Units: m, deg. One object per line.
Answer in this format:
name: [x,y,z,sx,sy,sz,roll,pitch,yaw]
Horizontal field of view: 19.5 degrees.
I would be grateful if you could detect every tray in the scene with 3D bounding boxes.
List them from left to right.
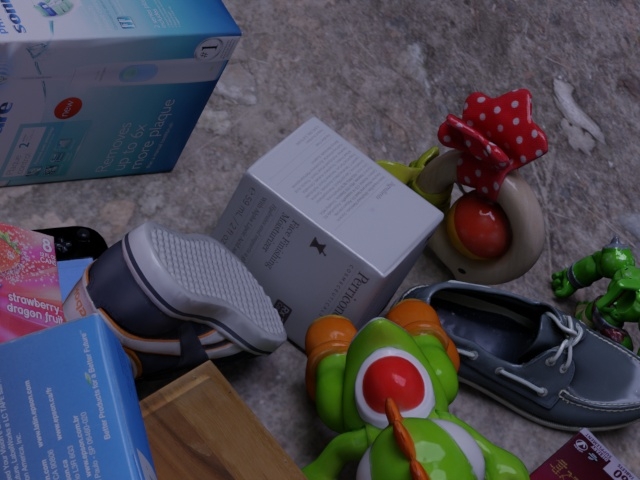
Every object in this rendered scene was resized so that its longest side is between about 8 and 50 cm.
tray: [-0.048,0.315,1.635,0.411,0.076,0.203,49,45,12]

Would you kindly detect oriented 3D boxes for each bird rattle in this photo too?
bird rattle: [0.174,-0.051,2.083,0.207,0.253,0.143,56,40,-8]

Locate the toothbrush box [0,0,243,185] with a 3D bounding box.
toothbrush box: [-0.263,-0.176,1.938,0.295,0.216,0.126,-6,52,-37]

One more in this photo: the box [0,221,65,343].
box: [-0.377,0.056,1.592,0.300,0.142,0.154,18,50,-42]

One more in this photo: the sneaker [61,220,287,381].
sneaker: [-0.144,0.066,1.780,0.126,0.127,0.321,59,12,21]

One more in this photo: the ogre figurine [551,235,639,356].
ogre figurine: [0.345,0.086,2.130,0.097,0.118,0.197,13,44,-22]

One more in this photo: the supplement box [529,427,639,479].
supplement box: [0.238,0.301,1.874,0.130,0.073,0.239,43,42,14]

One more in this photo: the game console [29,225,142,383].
game console: [-0.225,0.127,1.783,0.213,0.044,0.361,1,48,-32]

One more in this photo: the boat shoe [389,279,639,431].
boat shoe: [0.232,0.122,2.010,0.319,0.099,0.116,19,66,-9]

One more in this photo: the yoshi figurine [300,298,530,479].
yoshi figurine: [0.090,0.218,1.772,0.203,0.203,0.362,27,20,-22]

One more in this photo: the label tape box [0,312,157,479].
label tape box: [-0.303,0.235,1.510,0.347,0.115,0.249,-19,61,2]

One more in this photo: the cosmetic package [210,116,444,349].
cosmetic package: [0.000,0.000,1.973,0.183,0.151,0.151,37,39,9]
